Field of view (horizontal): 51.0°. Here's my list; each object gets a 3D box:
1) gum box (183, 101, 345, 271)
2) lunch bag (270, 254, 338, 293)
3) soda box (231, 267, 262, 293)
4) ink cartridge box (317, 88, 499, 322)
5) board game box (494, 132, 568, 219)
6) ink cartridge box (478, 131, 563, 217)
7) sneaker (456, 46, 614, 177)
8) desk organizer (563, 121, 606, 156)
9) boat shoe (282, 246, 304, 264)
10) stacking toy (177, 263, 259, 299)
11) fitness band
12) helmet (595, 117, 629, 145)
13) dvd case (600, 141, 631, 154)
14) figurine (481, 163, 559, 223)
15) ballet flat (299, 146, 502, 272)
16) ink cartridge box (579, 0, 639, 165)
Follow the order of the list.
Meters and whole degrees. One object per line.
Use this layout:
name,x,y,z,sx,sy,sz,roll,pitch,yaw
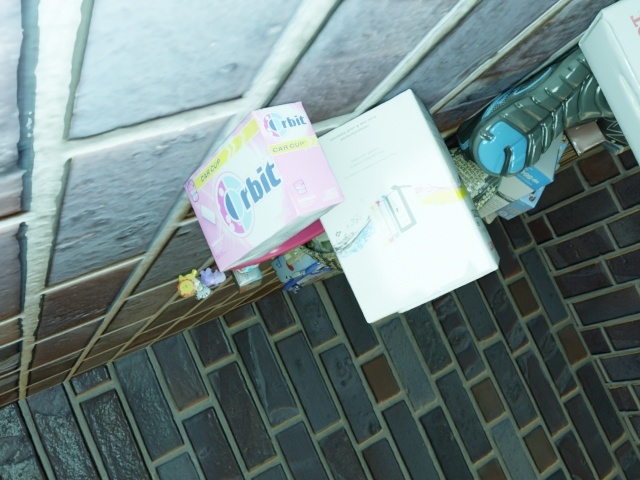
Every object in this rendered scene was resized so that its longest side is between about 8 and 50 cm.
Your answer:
gum box,-0.067,-0.048,0.697,0.062,0.107,0.188,-20,172,-38
lunch bag,0.029,0.026,1.736,0.303,0.115,0.243,-22,171,-35
soda box,-0.183,0.087,1.657,0.062,0.058,0.183,-23,175,-10
ink cartridge box,0.104,-0.039,0.857,0.168,0.233,0.171,-26,174,16
board game box,0.435,-0.151,1.348,0.212,0.039,0.160,-61,179,-7
ink cartridge box,0.352,-0.149,1.285,0.203,0.085,0.148,-33,-150,53
sneaker,0.359,-0.223,1.010,0.340,0.125,0.140,-27,-158,0
desk organizer,0.439,-0.215,1.165,0.050,0.130,0.047,-29,173,18
boat shoe,0.000,0.000,1.555,0.189,0.072,0.068,-25,174,3
stacking toy,-0.194,0.065,1.452,0.221,0.052,0.167,-25,174,-5
fitness band,-0.065,-0.020,1.217,0.290,0.054,0.209,-31,171,39
helmet,0.652,-0.273,1.385,0.169,0.169,0.161,-28,178,31
dvd case,0.682,-0.275,1.542,0.221,0.164,0.018,-22,141,-28
figurine,0.434,-0.154,1.589,0.209,0.092,0.215,-32,-152,0
ballet flat,0.119,-0.054,1.302,0.182,0.164,0.482,12,154,-35
ink cartridge box,0.524,-0.239,0.839,0.307,0.223,0.129,-25,175,6
